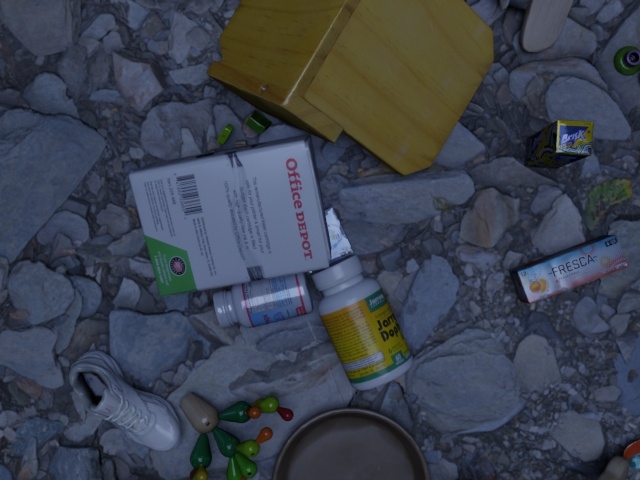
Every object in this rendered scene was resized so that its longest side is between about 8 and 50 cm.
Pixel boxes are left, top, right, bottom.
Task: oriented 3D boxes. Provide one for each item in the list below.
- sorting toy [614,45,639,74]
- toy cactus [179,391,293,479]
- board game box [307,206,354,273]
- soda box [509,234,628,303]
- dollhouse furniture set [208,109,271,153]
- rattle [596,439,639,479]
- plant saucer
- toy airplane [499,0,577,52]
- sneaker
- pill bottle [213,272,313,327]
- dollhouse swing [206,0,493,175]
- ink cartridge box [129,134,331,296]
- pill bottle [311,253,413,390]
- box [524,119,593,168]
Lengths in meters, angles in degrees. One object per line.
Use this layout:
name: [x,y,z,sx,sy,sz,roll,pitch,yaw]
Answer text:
sorting toy: [0.567,-0.307,1.184,0.102,0.042,0.061,35,90,1]
toy cactus: [-0.166,0.333,1.177,0.180,0.112,0.219,41,93,19]
board game box: [0.000,0.000,1.201,0.090,0.020,0.090,-25,91,1]
soda box: [0.426,0.049,1.178,0.183,0.058,0.063,-20,90,0]
dollhouse furniture set: [-0.149,-0.156,1.202,0.076,0.059,0.152,34,110,-7]
rattle: [0.470,0.411,1.192,0.130,0.142,0.200,40,73,-31]
plant saucer: [0.053,0.427,1.191,0.277,0.041,0.278,0,89,1]
toy airplane: [0.400,-0.560,1.087,0.386,0.272,0.384,-44,130,0]
sneaker: [-0.341,0.286,1.157,0.232,0.115,0.090,37,90,1]
pill bottle: [-0.098,0.100,1.169,0.160,0.087,0.087,-14,90,1]
dollhouse swing: [0.064,-0.330,1.182,0.315,0.305,0.347,31,91,42]
ink cartridge box: [-0.137,-0.043,1.122,0.288,0.121,0.211,-9,103,5]
pill bottle: [0.065,0.135,1.151,0.117,0.117,0.209,-24,90,1]
box: [0.390,-0.156,1.122,0.059,0.169,0.054,4,90,1]
